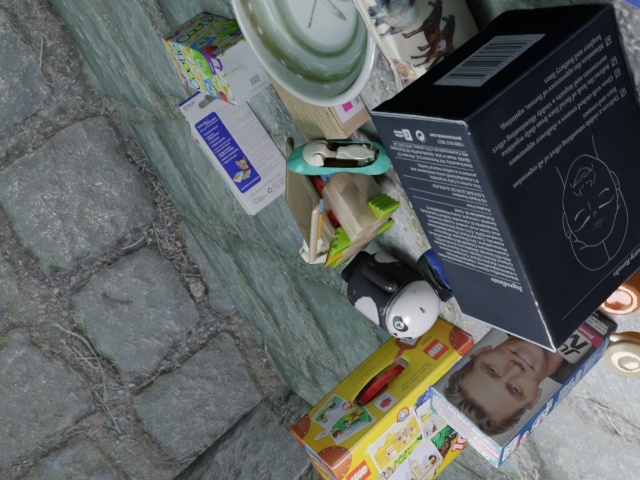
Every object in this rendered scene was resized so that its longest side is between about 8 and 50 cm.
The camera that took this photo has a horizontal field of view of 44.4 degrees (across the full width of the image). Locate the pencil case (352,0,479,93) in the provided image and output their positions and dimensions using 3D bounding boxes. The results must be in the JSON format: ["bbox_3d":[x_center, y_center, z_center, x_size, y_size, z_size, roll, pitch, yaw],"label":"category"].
[{"bbox_3d":[0.118,-0.385,1.225,0.410,0.183,0.160,58,176,-22],"label":"pencil case"}]

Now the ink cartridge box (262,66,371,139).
[{"bbox_3d":[-0.017,-0.343,1.740,0.193,0.088,0.235,10,135,59],"label":"ink cartridge box"}]

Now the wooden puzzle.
[{"bbox_3d":[-0.038,-0.099,1.904,0.221,0.044,0.239,95,159,-53],"label":"wooden puzzle"}]

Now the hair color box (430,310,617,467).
[{"bbox_3d":[0.391,0.246,1.512,0.174,0.347,0.105,39,157,29],"label":"hair color box"}]

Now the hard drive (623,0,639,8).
[{"bbox_3d":[0.349,-0.419,0.868,0.210,0.040,0.319,39,157,29],"label":"hard drive"}]

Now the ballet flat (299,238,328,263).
[{"bbox_3d":[0.000,0.000,2.264,0.116,0.124,0.342,46,160,15],"label":"ballet flat"}]

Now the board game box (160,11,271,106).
[{"bbox_3d":[-0.255,-0.460,1.967,0.275,0.144,0.142,29,150,45],"label":"board game box"}]

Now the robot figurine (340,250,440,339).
[{"bbox_3d":[0.180,0.141,2.043,0.278,0.209,0.174,36,118,37],"label":"robot figurine"}]

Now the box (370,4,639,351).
[{"bbox_3d":[0.308,-0.096,1.159,0.212,0.293,0.396,20,143,57],"label":"box"}]

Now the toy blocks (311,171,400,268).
[{"bbox_3d":[0.040,-0.111,1.948,0.261,0.190,0.381,59,162,10],"label":"toy blocks"}]

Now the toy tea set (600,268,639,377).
[{"bbox_3d":[0.571,0.127,1.317,0.200,0.124,0.336,-1,129,28],"label":"toy tea set"}]

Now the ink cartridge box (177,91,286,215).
[{"bbox_3d":[-0.234,-0.269,2.217,0.371,0.175,0.069,56,160,-15],"label":"ink cartridge box"}]

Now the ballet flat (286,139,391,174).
[{"bbox_3d":[0.035,-0.194,1.758,0.247,0.083,0.087,3,161,15],"label":"ballet flat"}]

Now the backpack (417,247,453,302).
[{"bbox_3d":[0.285,0.066,1.792,0.120,0.101,0.098,51,159,10],"label":"backpack"}]

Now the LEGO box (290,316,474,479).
[{"bbox_3d":[0.211,0.494,2.127,0.193,0.500,0.373,31,153,45],"label":"LEGO box"}]

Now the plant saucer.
[{"bbox_3d":[-0.017,-0.452,1.467,0.400,0.100,0.401,35,143,31],"label":"plant saucer"}]
